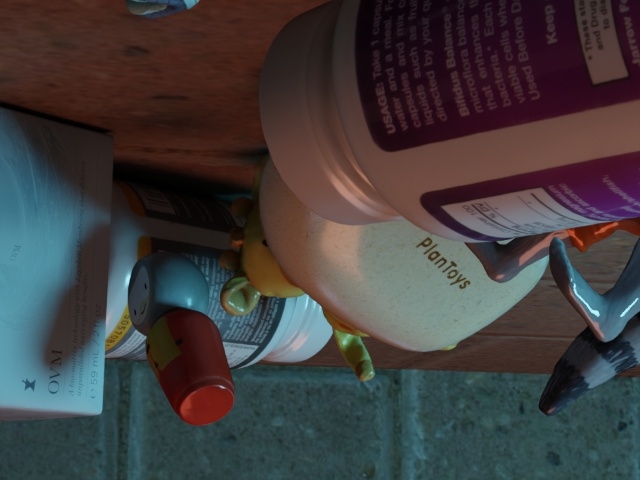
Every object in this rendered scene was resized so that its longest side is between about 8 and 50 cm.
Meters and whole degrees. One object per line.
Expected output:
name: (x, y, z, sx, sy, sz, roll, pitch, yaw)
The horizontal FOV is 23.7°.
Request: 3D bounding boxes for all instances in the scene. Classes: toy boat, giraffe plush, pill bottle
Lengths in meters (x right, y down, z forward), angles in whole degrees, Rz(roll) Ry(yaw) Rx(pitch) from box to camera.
toy boat: (0.000, 0.000, 1.107, 0.318, 0.148, 0.267, -33, 136, 7)
giraffe plush: (0.012, 0.006, 1.263, 0.171, 0.181, 0.210, 21, 142, -30)
pill bottle: (-0.122, 0.037, 1.406, 0.278, 0.162, 0.162, 12, 164, -42)
pill bottle: (0.114, -0.089, 0.748, 0.169, 0.169, 0.302, 11, 165, -43)

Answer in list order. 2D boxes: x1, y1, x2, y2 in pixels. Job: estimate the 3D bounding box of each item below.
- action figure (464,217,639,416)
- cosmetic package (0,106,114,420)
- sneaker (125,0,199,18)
action figure: (0.257, -0.023, 0.947, 0.330, 0.178, 0.341, -15, 180, -9)
cosmetic package: (-0.284, 0.015, 1.141, 0.138, 0.224, 0.225, -9, 166, 42)
sneaker: (-0.036, -0.143, 0.593, 0.283, 0.122, 0.110, 0, 169, 4)
